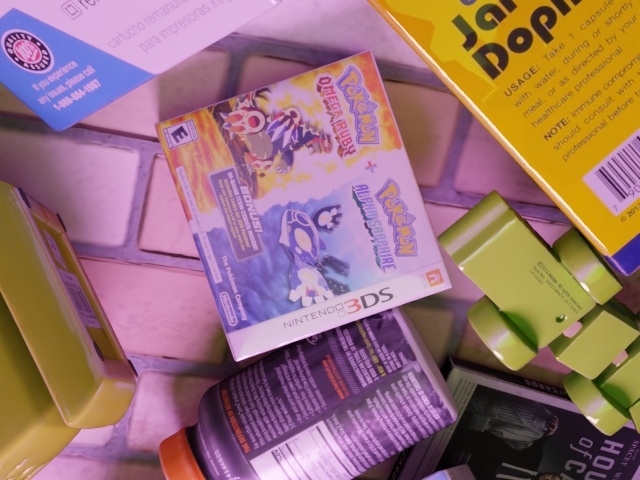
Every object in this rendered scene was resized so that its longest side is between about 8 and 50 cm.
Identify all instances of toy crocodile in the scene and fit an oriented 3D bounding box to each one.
[{"bbox_3d":[0.218,0.067,1.070,0.115,0.105,0.340,-44,125,14],"label":"toy crocodile"}]

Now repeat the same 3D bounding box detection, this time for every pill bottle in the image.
[{"bbox_3d":[-0.016,0.155,1.096,0.245,0.130,0.130,-29,114,5],"label":"pill bottle"}]

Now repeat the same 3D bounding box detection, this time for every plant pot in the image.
[{"bbox_3d":[-0.269,0.084,0.946,0.207,0.228,0.227,-27,83,-4],"label":"plant pot"}]

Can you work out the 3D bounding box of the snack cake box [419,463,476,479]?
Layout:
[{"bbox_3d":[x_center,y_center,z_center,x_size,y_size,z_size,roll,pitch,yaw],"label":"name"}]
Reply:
[{"bbox_3d":[0.141,0.330,1.084,0.089,0.152,0.264,-29,76,7],"label":"snack cake box"}]

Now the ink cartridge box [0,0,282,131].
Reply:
[{"bbox_3d":[-0.206,-0.286,0.778,0.395,0.166,0.285,44,145,-22],"label":"ink cartridge box"}]

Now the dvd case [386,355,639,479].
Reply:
[{"bbox_3d":[0.194,0.219,1.210,0.238,0.029,0.179,18,110,-15],"label":"dvd case"}]

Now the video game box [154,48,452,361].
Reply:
[{"bbox_3d":[-0.013,-0.027,1.020,0.187,0.048,0.205,-20,91,-2],"label":"video game box"}]

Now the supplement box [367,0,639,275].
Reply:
[{"bbox_3d":[0.166,-0.183,0.937,0.195,0.194,0.356,-42,113,11],"label":"supplement box"}]
